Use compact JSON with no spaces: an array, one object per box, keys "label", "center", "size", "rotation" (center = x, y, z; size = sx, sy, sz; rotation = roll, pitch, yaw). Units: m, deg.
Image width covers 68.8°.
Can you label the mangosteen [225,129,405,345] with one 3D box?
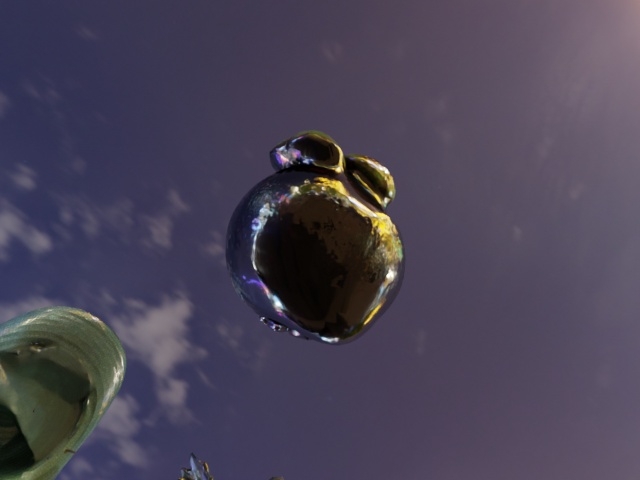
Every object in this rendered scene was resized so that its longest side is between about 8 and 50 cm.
[{"label":"mangosteen","center":[0.000,0.000,0.551],"size":[0.243,0.243,0.242],"rotation":[-2,-79,-13]}]

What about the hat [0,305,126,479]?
[{"label":"hat","center":[-0.265,0.147,0.403],"size":[0.138,0.078,0.191],"rotation":[54,-130,-13]}]

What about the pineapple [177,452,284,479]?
[{"label":"pineapple","center":[-0.035,0.276,0.432],"size":[0.252,0.125,0.125],"rotation":[12,-82,5]}]
